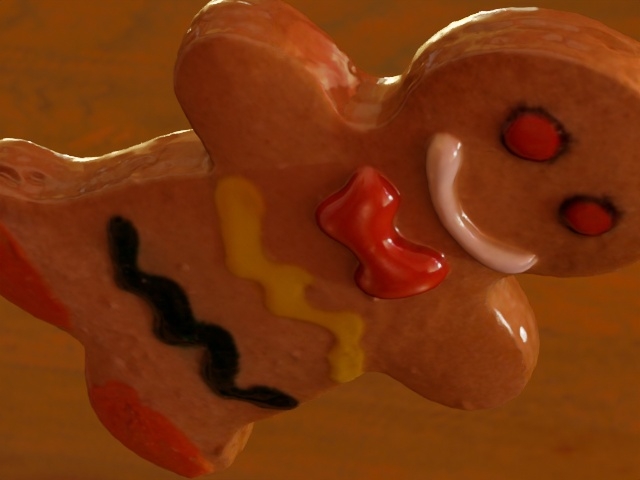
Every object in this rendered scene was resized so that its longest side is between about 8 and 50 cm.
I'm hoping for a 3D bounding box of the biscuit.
[{"bbox_3d":[0.000,0.000,0.571,0.250,0.165,0.036,-19,33,33],"label":"biscuit"}]
